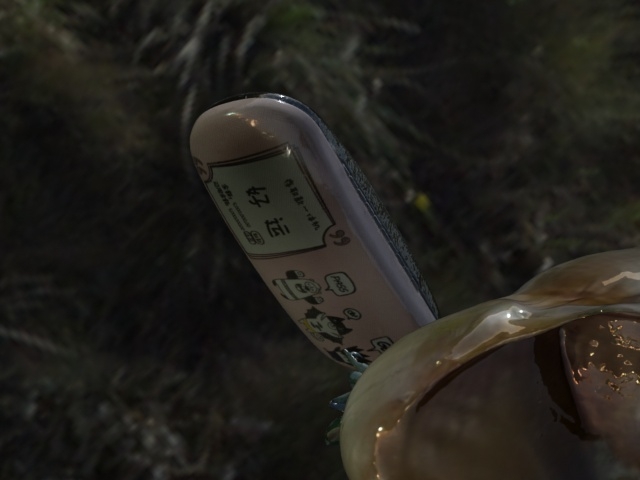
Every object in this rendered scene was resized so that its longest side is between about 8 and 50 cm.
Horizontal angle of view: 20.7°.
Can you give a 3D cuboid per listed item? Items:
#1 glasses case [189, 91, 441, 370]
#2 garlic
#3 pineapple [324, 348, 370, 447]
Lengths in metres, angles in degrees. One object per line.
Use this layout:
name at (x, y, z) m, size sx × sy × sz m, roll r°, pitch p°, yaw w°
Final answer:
glasses case at (0.000, 0.000, 1.482) m, size 0.314 × 0.122 × 0.075 m, roll 58°, pitch 35°, yaw -33°
garlic at (0.091, 0.055, 0.665) m, size 0.175 × 0.099 × 0.124 m, roll -16°, pitch 27°, yaw -8°
pineapple at (0.089, 0.107, 1.051) m, size 0.083 × 0.221 × 0.103 m, roll -26°, pitch 98°, yaw -33°
